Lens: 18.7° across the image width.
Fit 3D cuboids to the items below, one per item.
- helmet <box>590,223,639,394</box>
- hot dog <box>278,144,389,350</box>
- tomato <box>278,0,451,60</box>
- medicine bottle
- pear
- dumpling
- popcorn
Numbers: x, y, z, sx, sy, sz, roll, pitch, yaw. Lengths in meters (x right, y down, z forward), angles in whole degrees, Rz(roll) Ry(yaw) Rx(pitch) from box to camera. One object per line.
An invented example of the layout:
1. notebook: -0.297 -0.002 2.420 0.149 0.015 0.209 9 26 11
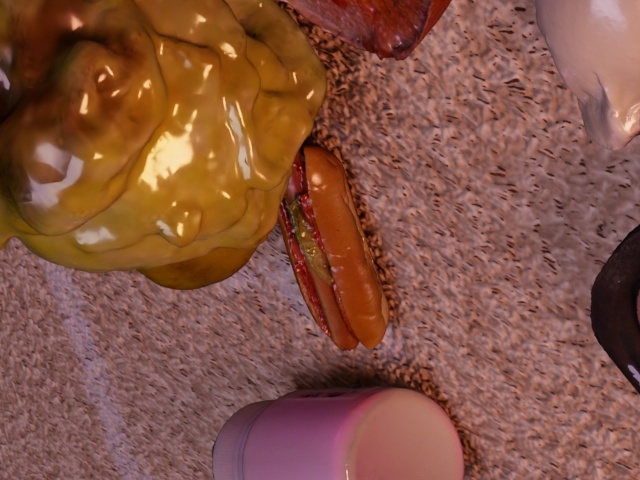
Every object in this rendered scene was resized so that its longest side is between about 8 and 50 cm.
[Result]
1. helmet: 0.295 0.053 1.287 0.198 0.154 0.253 54 172 14
2. hot dog: 0.000 0.000 1.718 0.092 0.062 0.236 19 139 48
3. tomato: 0.010 -0.300 1.260 0.338 0.143 0.338 39 151 26
4. medicine bottle: 0.011 0.216 1.872 0.152 0.152 0.254 57 152 -15
5. pear: -0.128 -0.029 1.775 0.162 0.149 0.149 7 130 47
6. dumpling: 0.187 -0.151 1.259 0.150 0.092 0.176 40 159 45
7. popcorn: -0.158 -0.117 1.567 0.312 0.312 0.312 34 148 25
